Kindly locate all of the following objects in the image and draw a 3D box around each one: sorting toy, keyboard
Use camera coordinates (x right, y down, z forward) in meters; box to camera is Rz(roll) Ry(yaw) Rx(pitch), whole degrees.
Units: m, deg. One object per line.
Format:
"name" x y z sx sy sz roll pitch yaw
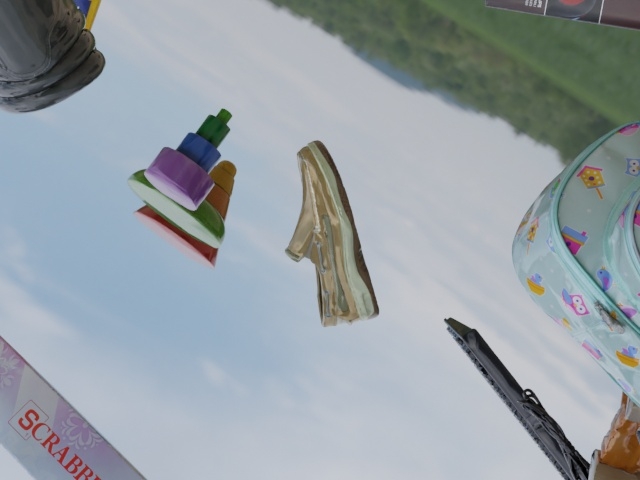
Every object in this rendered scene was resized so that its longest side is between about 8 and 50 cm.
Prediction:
"sorting toy" -0.133 -0.070 1.495 0.127 0.126 0.365 35 167 2
"keyboard" 0.284 0.241 1.782 0.317 0.033 0.201 51 174 -13

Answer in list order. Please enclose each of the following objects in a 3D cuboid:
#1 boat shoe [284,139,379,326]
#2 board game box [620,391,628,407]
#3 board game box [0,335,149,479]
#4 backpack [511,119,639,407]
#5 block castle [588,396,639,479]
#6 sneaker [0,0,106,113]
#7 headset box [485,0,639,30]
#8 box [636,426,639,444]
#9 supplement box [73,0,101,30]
"boat shoe" 0.000 0.000 1.261 0.068 0.072 0.190 -109 2 -72
"board game box" 0.588 0.386 1.697 0.356 0.357 0.356 -66 -38 -49
"board game box" -0.196 0.222 1.180 0.318 0.066 0.318 39 165 22
"backpack" 0.241 0.010 0.936 0.188 0.166 0.144 40 156 9
"block castle" 0.407 0.232 1.273 0.213 0.453 0.303 15 -135 4
"sneaker" -0.234 -0.192 1.006 0.295 0.105 0.147 -109 -3 -59
"headset box" 0.301 -0.237 1.106 0.293 0.110 0.218 11 -162 10
"box" 0.247 0.080 0.542 0.158 0.093 0.156 -31 -165 -38
"supplement box" -0.280 -0.438 1.412 0.194 0.356 0.195 17 -141 -12
